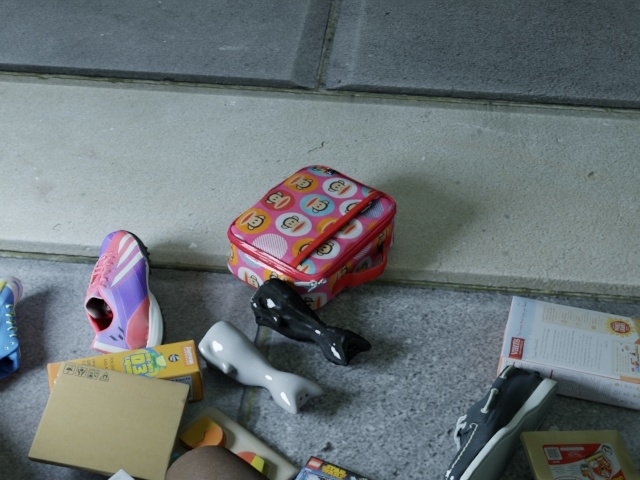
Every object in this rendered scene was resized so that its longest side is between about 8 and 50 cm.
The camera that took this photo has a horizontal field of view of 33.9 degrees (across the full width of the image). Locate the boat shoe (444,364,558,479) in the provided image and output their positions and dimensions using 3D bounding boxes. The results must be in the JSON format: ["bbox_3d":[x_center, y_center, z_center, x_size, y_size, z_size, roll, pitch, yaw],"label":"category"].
[{"bbox_3d":[0.249,0.285,1.556,0.091,0.114,0.302,25,32,26],"label":"boat shoe"}]

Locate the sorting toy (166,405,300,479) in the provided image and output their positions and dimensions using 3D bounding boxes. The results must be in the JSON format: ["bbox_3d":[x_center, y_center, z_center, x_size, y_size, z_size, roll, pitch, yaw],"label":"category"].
[{"bbox_3d":[-0.165,0.339,1.531,0.193,0.038,0.208,30,46,32],"label":"sorting toy"}]

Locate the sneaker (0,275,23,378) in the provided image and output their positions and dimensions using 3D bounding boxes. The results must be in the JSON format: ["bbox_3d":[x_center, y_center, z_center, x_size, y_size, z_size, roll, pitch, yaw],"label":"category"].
[{"bbox_3d":[-0.534,0.161,1.735,0.126,0.091,0.240,27,42,3],"label":"sneaker"}]

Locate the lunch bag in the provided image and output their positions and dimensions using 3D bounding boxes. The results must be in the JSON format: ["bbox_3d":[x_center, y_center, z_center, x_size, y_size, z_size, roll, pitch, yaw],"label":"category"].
[{"bbox_3d":[0.000,0.000,1.912,0.258,0.120,0.293,28,47,25],"label":"lunch bag"}]

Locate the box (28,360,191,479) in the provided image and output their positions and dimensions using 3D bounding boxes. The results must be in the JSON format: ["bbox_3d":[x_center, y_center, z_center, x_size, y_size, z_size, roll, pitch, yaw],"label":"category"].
[{"bbox_3d":[-0.308,0.267,1.545,0.201,0.021,0.164,11,53,2],"label":"box"}]

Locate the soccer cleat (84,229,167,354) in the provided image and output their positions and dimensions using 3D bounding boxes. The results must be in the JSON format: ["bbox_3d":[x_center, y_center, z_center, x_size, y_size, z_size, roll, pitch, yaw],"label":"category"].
[{"bbox_3d":[-0.349,0.082,1.781,0.116,0.108,0.318,11,33,-29],"label":"soccer cleat"}]

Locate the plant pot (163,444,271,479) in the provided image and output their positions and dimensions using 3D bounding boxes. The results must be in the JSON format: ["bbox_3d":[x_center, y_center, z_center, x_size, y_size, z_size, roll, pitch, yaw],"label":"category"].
[{"bbox_3d":[-0.116,0.379,1.352,0.215,0.215,0.230,-15,36,-19],"label":"plant pot"}]

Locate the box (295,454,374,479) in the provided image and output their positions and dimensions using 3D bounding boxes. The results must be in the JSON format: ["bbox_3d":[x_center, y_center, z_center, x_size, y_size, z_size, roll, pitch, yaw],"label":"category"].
[{"bbox_3d":[0.026,0.371,1.501,0.137,0.027,0.094,18,43,21],"label":"box"}]

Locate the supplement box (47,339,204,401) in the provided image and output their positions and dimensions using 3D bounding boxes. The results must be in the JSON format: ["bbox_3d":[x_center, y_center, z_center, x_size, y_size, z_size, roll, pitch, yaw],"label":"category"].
[{"bbox_3d":[-0.304,0.222,1.648,0.233,0.080,0.078,-8,41,-14],"label":"supplement box"}]

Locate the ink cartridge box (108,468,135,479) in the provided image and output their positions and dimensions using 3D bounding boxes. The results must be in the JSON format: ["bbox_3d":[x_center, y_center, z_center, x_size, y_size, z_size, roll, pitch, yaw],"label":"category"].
[{"bbox_3d":[-0.311,0.411,1.411,0.097,0.046,0.207,29,53,32],"label":"ink cartridge box"}]

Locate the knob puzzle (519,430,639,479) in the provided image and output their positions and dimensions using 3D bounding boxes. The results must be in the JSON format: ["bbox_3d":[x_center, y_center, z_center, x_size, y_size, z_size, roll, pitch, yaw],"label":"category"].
[{"bbox_3d":[0.385,0.363,1.498,0.213,0.030,0.213,13,45,-13],"label":"knob puzzle"}]

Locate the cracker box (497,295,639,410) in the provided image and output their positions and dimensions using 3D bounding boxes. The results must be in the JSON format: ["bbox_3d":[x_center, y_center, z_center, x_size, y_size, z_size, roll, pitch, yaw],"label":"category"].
[{"bbox_3d":[0.416,0.181,1.717,0.232,0.067,0.155,11,39,12],"label":"cracker box"}]

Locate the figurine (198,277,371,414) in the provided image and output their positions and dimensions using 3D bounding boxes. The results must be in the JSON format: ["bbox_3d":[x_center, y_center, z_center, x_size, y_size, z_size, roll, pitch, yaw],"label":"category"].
[{"bbox_3d":[-0.057,0.179,1.705,0.209,0.092,0.215,28,46,25],"label":"figurine"}]
